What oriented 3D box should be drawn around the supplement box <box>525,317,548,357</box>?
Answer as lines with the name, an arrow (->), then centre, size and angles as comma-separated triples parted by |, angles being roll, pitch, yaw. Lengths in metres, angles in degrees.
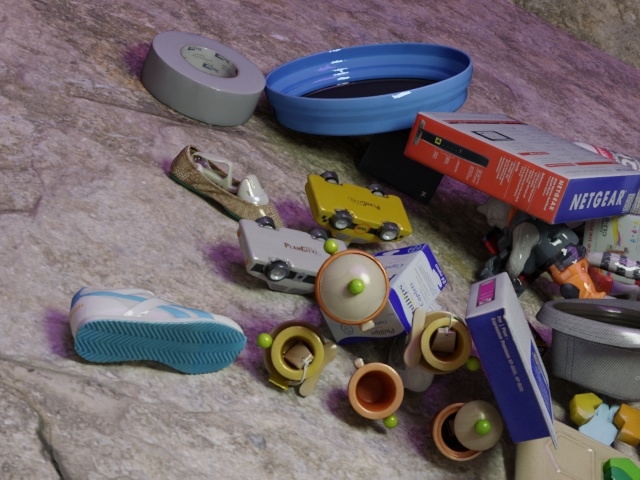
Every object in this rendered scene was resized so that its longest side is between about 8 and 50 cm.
supplement box -> 0.310, 0.154, 1.863 | 0.055, 0.043, 0.083 | 6, 33, -33

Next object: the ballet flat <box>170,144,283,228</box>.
ballet flat -> -0.141, -0.085, 1.861 | 0.206, 0.067, 0.073 | 29, 27, 4

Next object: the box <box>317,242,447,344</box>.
box -> 0.088, 0.076, 1.675 | 0.137, 0.126, 0.072 | -49, 117, -46

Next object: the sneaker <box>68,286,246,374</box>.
sneaker -> -0.198, 0.104, 1.470 | 0.228, 0.087, 0.092 | 12, 29, -29

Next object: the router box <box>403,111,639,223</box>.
router box -> 0.358, -0.132, 2.058 | 0.301, 0.082, 0.335 | 29, 20, 31

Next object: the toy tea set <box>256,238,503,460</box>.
toy tea set -> 0.096, 0.149, 1.513 | 0.336, 0.200, 0.124 | 27, -8, -5

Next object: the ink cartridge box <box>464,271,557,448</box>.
ink cartridge box -> 0.255, 0.156, 1.585 | 0.371, 0.069, 0.176 | -40, 108, -81

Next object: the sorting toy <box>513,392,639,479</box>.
sorting toy -> 0.375, 0.308, 1.608 | 0.229, 0.041, 0.307 | 23, 37, -5

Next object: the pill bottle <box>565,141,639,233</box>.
pill bottle -> 0.543, -0.097, 2.348 | 0.318, 0.176, 0.176 | 12, 31, -26

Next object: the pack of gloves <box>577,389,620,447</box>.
pack of gloves -> 0.449, 0.326, 1.706 | 0.195, 0.046, 0.232 | 23, 37, -8

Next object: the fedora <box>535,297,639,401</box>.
fedora -> 0.451, 0.169, 1.808 | 0.243, 0.124, 0.275 | 15, 11, 43

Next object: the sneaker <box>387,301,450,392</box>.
sneaker -> 0.163, 0.145, 1.708 | 0.115, 0.090, 0.232 | 26, 29, -10

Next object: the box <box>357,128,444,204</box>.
box -> 0.176, -0.177, 2.248 | 0.153, 0.108, 0.207 | 28, 27, 1

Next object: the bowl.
bowl -> 0.091, -0.286, 2.217 | 0.391, 0.077, 0.391 | -6, 23, 2

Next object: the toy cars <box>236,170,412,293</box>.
toy cars -> 0.000, 0.000, 1.823 | 0.176, 0.087, 0.393 | 43, 35, 7

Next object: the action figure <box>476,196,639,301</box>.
action figure -> 0.426, 0.013, 2.071 | 0.330, 0.179, 0.341 | 37, 28, 4

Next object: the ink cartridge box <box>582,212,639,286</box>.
ink cartridge box -> 0.586, 0.017, 2.176 | 0.127, 0.128, 0.176 | 4, 5, -36

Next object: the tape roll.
tape roll -> -0.213, -0.296, 2.159 | 0.219, 0.072, 0.219 | 20, 28, -11
